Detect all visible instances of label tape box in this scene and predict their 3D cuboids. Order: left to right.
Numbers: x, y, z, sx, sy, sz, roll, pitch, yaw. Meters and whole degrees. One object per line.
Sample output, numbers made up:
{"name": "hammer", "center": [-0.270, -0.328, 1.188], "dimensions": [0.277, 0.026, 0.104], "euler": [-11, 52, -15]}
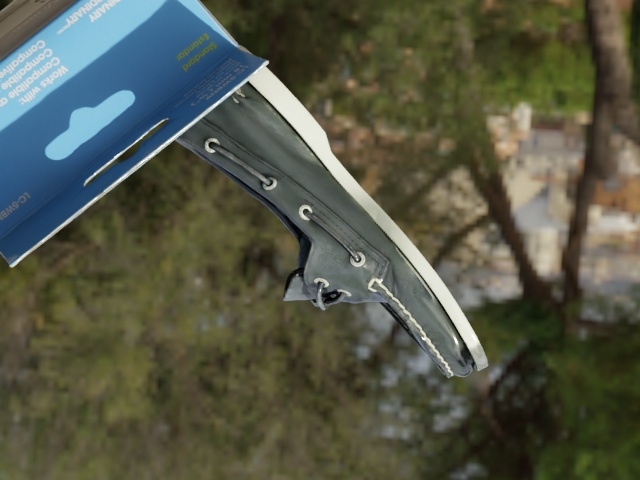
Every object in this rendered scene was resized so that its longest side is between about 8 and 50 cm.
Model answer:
{"name": "label tape box", "center": [-0.206, -0.122, 1.291], "dimensions": [0.240, 0.106, 0.333], "euler": [-40, -160, -9]}

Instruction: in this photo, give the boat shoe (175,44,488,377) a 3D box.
{"name": "boat shoe", "center": [0.000, -0.001, 1.386], "dimensions": [0.113, 0.340, 0.127], "euler": [-40, -175, -5]}
